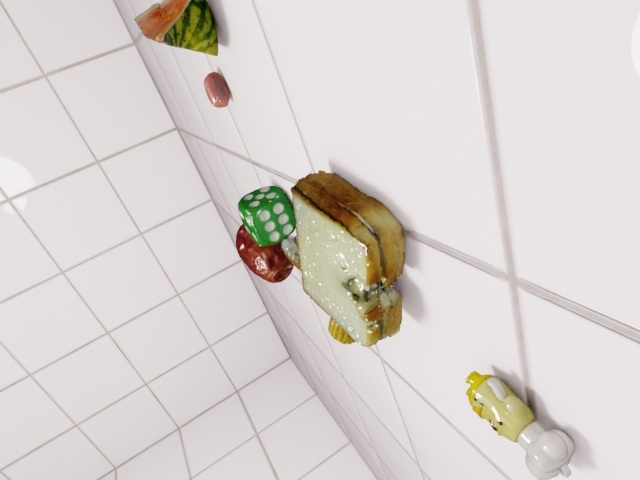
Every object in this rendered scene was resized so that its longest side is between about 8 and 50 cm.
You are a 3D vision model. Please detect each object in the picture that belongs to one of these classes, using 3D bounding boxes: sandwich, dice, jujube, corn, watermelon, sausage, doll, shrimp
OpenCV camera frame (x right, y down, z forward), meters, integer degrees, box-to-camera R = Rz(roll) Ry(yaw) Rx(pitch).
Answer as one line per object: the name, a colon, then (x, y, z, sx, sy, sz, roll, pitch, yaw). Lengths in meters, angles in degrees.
sandwich: (0.049, 0.037, 0.770, 0.249, 0.095, 0.273, 41, 146, 45)
dice: (-0.148, -0.069, 1.186, 0.120, 0.131, 0.128, 38, 151, 53)
jujube: (-0.190, 0.032, 1.430, 0.250, 0.174, 0.174, 53, 163, 34)
corn: (0.071, 0.178, 1.012, 0.097, 0.097, 0.262, 53, 156, 25)
watermelon: (-0.305, -0.505, 0.946, 0.303, 0.159, 0.128, 48, 130, 44)
sausage: (-0.280, -0.406, 1.144, 0.054, 0.059, 0.094, 5, 120, 56)
doll: (0.270, 0.252, 0.584, 0.162, 0.062, 0.106, 42, 160, 46)
shrimp: (-0.078, 0.018, 1.267, 0.161, 0.049, 0.166, 52, 161, 34)

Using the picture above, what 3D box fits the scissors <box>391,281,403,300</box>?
scissors: (0.111, 0.132, 0.864, 0.110, 0.021, 0.212, 47, 147, 33)
